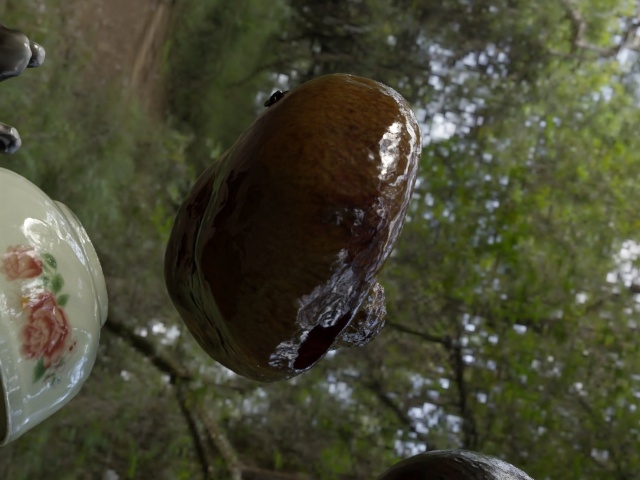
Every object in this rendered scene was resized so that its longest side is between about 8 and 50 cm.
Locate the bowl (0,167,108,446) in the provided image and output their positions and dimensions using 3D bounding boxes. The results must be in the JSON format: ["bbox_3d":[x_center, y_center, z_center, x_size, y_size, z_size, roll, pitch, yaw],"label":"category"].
[{"bbox_3d":[-0.299,0.045,1.107,0.277,0.145,0.277,40,-39,42],"label":"bowl"}]

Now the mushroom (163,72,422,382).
[{"bbox_3d":[0.000,0.000,1.142,0.345,0.259,0.345,-51,-160,26],"label":"mushroom"}]

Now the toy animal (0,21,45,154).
[{"bbox_3d":[-0.491,-0.226,1.260,0.303,0.344,0.194,97,1,-78],"label":"toy animal"}]

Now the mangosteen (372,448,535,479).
[{"bbox_3d":[0.150,0.349,1.160,0.313,0.297,0.297,-44,-150,41],"label":"mangosteen"}]
